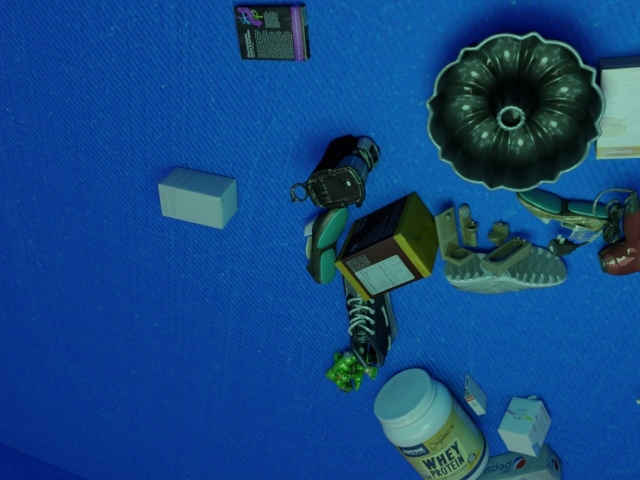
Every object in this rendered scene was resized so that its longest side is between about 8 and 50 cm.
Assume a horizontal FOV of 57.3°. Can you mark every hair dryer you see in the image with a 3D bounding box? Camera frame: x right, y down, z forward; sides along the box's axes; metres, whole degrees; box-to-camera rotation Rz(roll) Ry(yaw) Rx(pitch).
[{"bbox_3d":[0.661,-0.001,1.239,0.294,0.080,0.223,8,146,-14],"label":"hair dryer"}]

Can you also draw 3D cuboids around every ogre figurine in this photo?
[{"bbox_3d":[0.092,0.397,1.795,0.118,0.096,0.197,23,148,-19],"label":"ogre figurine"}]

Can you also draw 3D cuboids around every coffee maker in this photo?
[{"bbox_3d":[0.037,-0.162,1.346,0.172,0.178,0.120,10,125,12],"label":"coffee maker"}]

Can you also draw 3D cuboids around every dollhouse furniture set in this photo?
[{"bbox_3d":[0.374,-0.016,1.345,0.151,0.144,0.123,28,142,50],"label":"dollhouse furniture set"}]

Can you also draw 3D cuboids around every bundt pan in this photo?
[{"bbox_3d":[0.384,-0.268,1.169,0.331,0.124,0.330,11,128,15],"label":"bundt pan"}]

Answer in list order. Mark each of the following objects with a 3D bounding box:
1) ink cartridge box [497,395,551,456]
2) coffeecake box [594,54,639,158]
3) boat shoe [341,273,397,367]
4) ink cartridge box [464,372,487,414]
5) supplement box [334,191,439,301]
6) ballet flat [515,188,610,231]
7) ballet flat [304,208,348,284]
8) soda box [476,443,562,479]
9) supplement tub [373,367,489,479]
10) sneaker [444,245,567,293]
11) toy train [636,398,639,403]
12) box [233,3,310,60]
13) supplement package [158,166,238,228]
[{"bbox_3d":[0.584,0.519,1.664,0.090,0.143,0.092,-4,124,45],"label":"ink cartridge box"},{"bbox_3d":[0.609,-0.254,1.125,0.143,0.068,0.185,1,124,21],"label":"coffeecake box"},{"bbox_3d":[0.123,0.189,1.582,0.127,0.158,0.340,-9,121,26],"label":"boat shoe"},{"bbox_3d":[0.442,0.446,1.707,0.029,0.062,0.115,-29,110,33],"label":"ink cartridge box"},{"bbox_3d":[0.167,0.014,1.416,0.194,0.191,0.129,-26,112,33],"label":"supplement box"},{"bbox_3d":[0.531,-0.059,1.300,0.206,0.073,0.067,17,137,12],"label":"ballet flat"},{"bbox_3d":[0.000,0.000,1.536,0.096,0.095,0.280,40,138,29],"label":"ballet flat"},{"bbox_3d":[0.601,0.731,1.832,0.286,0.098,0.091,-32,109,35],"label":"soda box"},{"bbox_3d":[0.324,0.554,1.727,0.228,0.228,0.316,-27,112,34],"label":"supplement tub"},{"bbox_3d":[0.451,0.078,1.434,0.282,0.105,0.115,0,154,19],"label":"sneaker"},{"bbox_3d":[0.903,0.456,1.548,0.125,0.046,0.166,-3,120,25],"label":"toy train"},{"bbox_3d":[-0.106,-0.455,1.285,0.162,0.029,0.115,6,126,16],"label":"box"},{"bbox_3d":[-0.325,-0.115,1.571,0.180,0.105,0.105,13,128,13],"label":"supplement package"}]
